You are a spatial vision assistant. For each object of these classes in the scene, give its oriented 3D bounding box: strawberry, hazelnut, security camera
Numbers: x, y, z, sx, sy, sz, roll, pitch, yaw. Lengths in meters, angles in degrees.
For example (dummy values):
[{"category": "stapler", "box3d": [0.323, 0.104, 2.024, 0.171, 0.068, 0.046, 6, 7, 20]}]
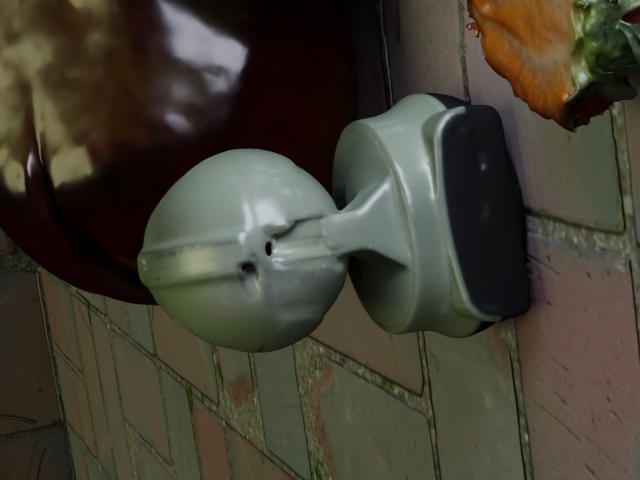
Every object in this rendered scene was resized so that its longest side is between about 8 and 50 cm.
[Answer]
[{"category": "strawberry", "box3d": [0.157, -0.143, 0.950, 0.192, 0.085, 0.140, 119, 130, -71]}, {"category": "hazelnut", "box3d": [-0.140, -0.164, 1.425, 0.402, 0.402, 0.429, 117, 137, -62]}, {"category": "security camera", "box3d": [0.000, 0.000, 1.196, 0.191, 0.277, 0.197, -179, 77, -70]}]
